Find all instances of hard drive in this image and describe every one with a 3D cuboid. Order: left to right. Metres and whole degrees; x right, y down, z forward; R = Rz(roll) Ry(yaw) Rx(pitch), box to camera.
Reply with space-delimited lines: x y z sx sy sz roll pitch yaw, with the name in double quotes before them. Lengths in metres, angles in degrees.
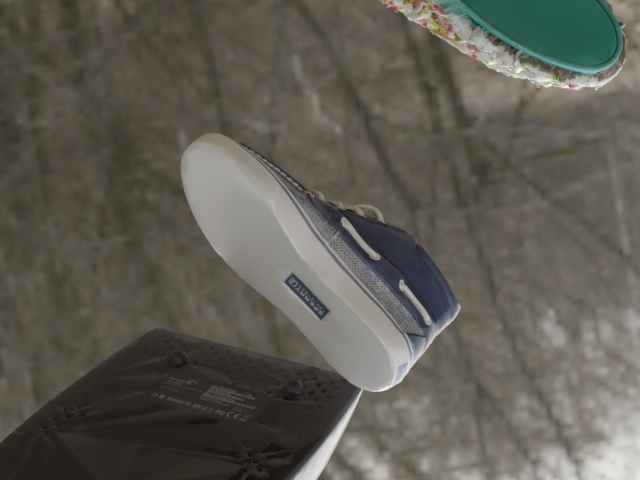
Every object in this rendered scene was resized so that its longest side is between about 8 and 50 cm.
"hard drive" -0.094 0.138 1.156 0.172 0.054 0.254 12 -153 22

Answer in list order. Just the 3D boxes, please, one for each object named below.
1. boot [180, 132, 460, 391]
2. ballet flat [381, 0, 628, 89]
"boot" 0.000 0.000 1.188 0.069 0.190 0.086 -38 -177 45
"ballet flat" 0.073 -0.160 1.164 0.091 0.241 0.077 -54 175 -23
